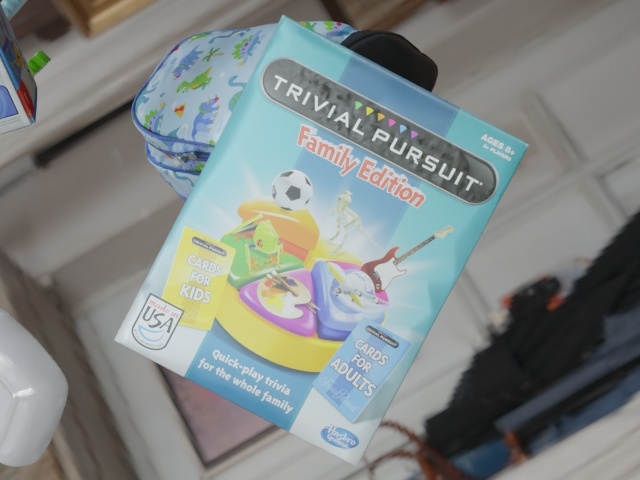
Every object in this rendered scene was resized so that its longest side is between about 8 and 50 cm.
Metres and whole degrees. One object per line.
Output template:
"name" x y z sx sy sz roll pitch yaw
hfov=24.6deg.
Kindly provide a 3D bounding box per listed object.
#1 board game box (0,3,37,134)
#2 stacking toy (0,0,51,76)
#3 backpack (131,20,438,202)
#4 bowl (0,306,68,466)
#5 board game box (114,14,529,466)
"board game box" -0.452 -0.203 1.309 0.086 0.308 0.302 -102 -6 -57
"stacking toy" -0.349 -0.313 1.775 0.167 0.221 0.052 42 167 -7
"backpack" -0.072 -0.147 1.880 0.273 0.290 0.355 37 161 -22
"bowl" -0.337 0.159 1.535 0.142 0.142 0.053 42 -145 22
"board game box" 0.000 0.000 1.361 0.254 0.336 0.079 27 -175 -1
